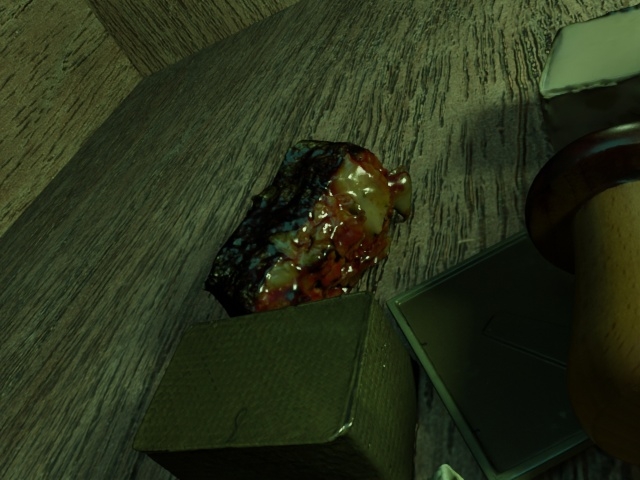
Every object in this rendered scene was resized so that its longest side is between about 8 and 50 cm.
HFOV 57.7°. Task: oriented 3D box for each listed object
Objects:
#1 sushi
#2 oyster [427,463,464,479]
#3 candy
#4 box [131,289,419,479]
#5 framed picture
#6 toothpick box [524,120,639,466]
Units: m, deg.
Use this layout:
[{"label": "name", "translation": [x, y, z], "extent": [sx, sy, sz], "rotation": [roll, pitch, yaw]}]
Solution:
[{"label": "sushi", "translation": [0.000, 0.000, 0.844], "extent": [0.181, 0.196, 0.343], "rotation": [22, 66, 32]}, {"label": "oyster", "translation": [0.089, 0.306, 0.309], "extent": [0.158, 0.162, 0.351], "rotation": [1, 64, 10]}, {"label": "candy", "translation": [0.404, -0.216, 0.782], "extent": [0.184, 0.137, 0.195], "rotation": [-4, 45, 39]}, {"label": "box", "translation": [-0.043, 0.186, 0.657], "extent": [0.273, 0.143, 0.184], "rotation": [-15, 36, 27]}, {"label": "framed picture", "translation": [0.212, 0.105, 0.633], "extent": [0.211, 0.020, 0.289], "rotation": [-29, 32, 2]}, {"label": "toothpick box", "translation": [0.282, 0.029, 0.503], "extent": [0.192, 0.192, 0.294], "rotation": [-15, 39, 28]}]
